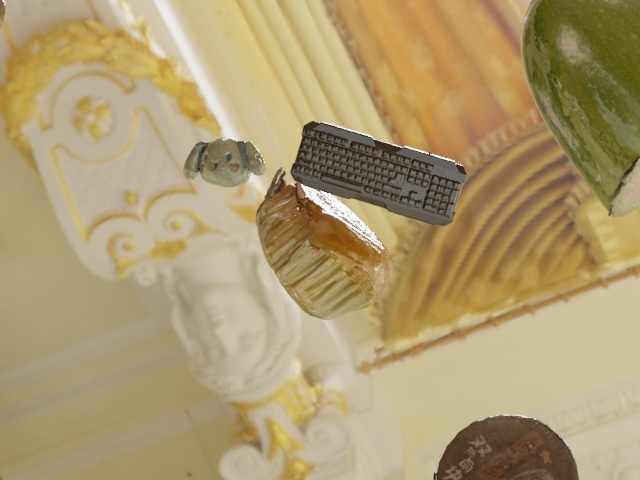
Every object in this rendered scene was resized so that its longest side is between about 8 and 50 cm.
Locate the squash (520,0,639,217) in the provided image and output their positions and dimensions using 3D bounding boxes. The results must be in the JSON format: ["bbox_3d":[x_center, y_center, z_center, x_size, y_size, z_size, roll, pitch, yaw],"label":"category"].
[{"bbox_3d":[0.416,-0.241,1.539,0.310,0.310,0.309,-37,-113,-20],"label":"squash"}]

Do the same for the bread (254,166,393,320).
[{"bbox_3d":[0.007,0.009,1.954,0.183,0.236,0.388,-37,-155,6],"label":"bread"}]

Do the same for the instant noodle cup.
[{"bbox_3d":[0.301,0.413,1.671,0.217,0.207,0.217,-8,-127,11],"label":"instant noodle cup"}]

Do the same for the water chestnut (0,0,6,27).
[{"bbox_3d":[-0.766,-0.475,2.182,0.223,0.224,0.238,-10,-128,31],"label":"water chestnut"}]

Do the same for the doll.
[{"bbox_3d":[-0.202,-0.164,2.246,0.214,0.103,0.071,3,178,34],"label":"doll"}]

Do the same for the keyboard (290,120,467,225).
[{"bbox_3d":[0.089,-0.104,1.628,0.262,0.106,0.016,17,-175,3],"label":"keyboard"}]
